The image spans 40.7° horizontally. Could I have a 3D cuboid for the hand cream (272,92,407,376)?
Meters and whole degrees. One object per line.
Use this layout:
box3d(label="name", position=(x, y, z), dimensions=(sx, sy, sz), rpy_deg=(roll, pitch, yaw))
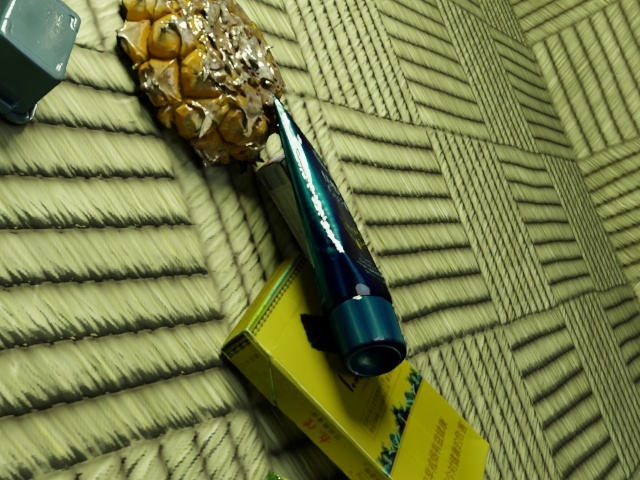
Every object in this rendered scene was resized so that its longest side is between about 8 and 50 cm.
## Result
box3d(label="hand cream", position=(0.009, -0.007, 0.807), dimensions=(0.120, 0.061, 0.270), rpy_deg=(47, 20, -59))

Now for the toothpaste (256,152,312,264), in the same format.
box3d(label="toothpaste", position=(0.000, 0.000, 0.901), dimensions=(0.196, 0.040, 0.047), rpy_deg=(59, 31, -11))

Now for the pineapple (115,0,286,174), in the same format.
box3d(label="pineapple", position=(-0.100, -0.170, 0.829), dimensions=(0.225, 0.076, 0.225), rpy_deg=(40, 35, -36))

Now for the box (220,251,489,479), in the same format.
box3d(label="box", position=(0.043, 0.148, 0.790), dimensions=(0.279, 0.041, 0.153), rpy_deg=(45, 31, -7))

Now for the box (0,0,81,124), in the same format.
box3d(label="box", position=(-0.218, -0.144, 0.627), dimensions=(0.074, 0.054, 0.099), rpy_deg=(43, 35, -38))

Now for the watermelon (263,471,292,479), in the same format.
box3d(label="watermelon", position=(0.019, 0.270, 0.728), dimensions=(0.092, 0.075, 0.181), rpy_deg=(29, -6, 45))
